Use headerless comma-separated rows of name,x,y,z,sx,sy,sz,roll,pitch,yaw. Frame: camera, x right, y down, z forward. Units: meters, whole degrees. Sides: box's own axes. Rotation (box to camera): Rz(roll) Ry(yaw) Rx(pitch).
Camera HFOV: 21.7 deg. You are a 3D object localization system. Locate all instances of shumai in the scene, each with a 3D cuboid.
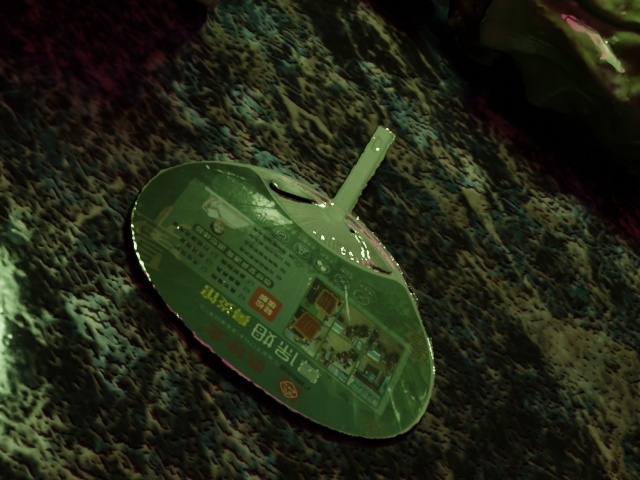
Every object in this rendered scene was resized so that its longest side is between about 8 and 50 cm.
shumai,0.231,-0.197,1.372,0.218,0.189,0.256,20,35,-32

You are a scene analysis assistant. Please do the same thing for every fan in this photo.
fan,0.011,0.027,1.085,0.294,0.012,0.223,-14,62,-48

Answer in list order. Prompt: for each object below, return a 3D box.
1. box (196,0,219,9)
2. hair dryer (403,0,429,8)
box,-0.131,-0.412,1.173,0.312,0.300,0.314,23,39,-22
hair dryer,0.076,-0.331,1.414,0.197,0.089,0.251,41,54,1
